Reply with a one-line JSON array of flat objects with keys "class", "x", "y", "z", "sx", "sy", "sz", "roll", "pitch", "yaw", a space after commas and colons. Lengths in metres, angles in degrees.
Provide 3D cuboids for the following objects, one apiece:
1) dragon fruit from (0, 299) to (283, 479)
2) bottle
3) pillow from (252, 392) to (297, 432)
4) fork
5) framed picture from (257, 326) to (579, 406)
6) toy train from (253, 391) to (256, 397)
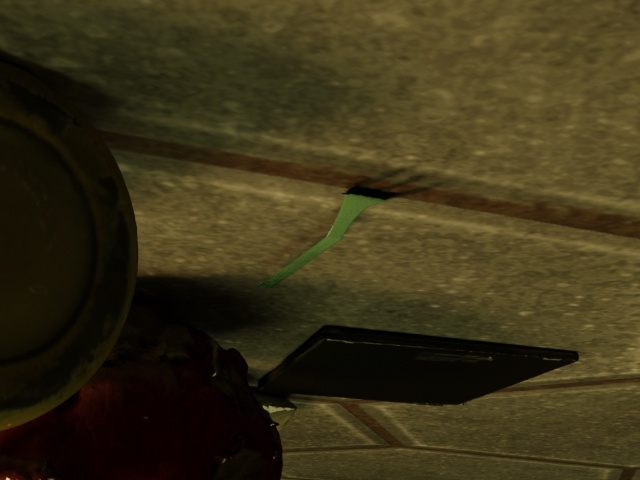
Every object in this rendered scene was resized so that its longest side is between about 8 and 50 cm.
[{"class": "dragon fruit", "x": -0.192, "y": 0.204, "z": 0.923, "sx": 0.329, "sy": 0.329, "sz": 0.329, "roll": 3, "pitch": 163, "yaw": 1}, {"class": "bottle", "x": -0.266, "y": 0.024, "z": 0.594, "sx": 0.172, "sy": 0.171, "sz": 0.351, "roll": 19, "pitch": 159, "yaw": -41}, {"class": "pillow", "x": -0.150, "y": 0.212, "z": 1.384, "sx": 0.230, "sy": 0.050, "sz": 0.148, "roll": 6, "pitch": 155, "yaw": -12}, {"class": "fork", "x": 0.000, "y": -0.002, "z": 0.707, "sx": 0.039, "sy": 0.021, "sz": 0.235, "roll": 14, "pitch": 162, "yaw": -19}, {"class": "framed picture", "x": 0.086, "y": 0.143, "z": 1.172, "sx": 0.256, "sy": 0.014, "sz": 0.338, "roll": 6, "pitch": 163, "yaw": -12}, {"class": "toy train", "x": -0.164, "y": 0.215, "z": 1.248, "sx": 0.154, "sy": 0.107, "sz": 0.198, "roll": -18, "pitch": 145, "yaw": 33}]
